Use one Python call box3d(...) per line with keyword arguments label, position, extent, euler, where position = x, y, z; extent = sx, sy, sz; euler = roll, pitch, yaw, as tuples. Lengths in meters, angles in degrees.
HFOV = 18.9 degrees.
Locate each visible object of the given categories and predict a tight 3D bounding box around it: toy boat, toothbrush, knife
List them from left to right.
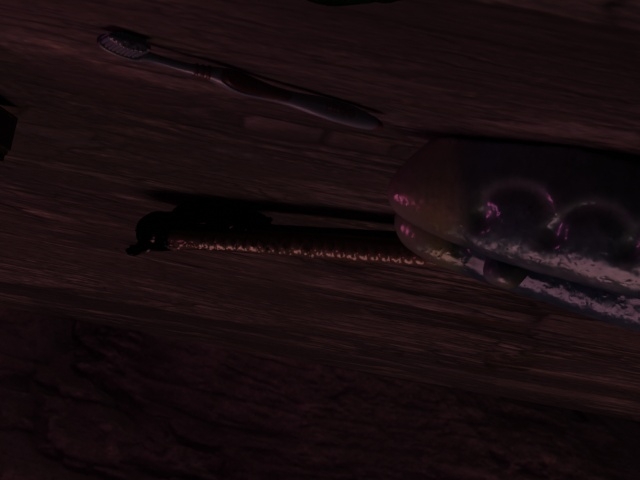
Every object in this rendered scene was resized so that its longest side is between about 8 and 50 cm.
box3d(label="toothbrush", position=(-0.043, -0.093, 1.138), extent=(0.193, 0.013, 0.019), euler=(16, 161, -29))
box3d(label="knife", position=(-0.001, -0.006, 1.590), extent=(0.365, 0.043, 0.089), euler=(3, -158, 27))
box3d(label="toy boat", position=(0.202, 0.024, 1.255), extent=(0.330, 0.123, 0.215), euler=(11, 170, 3))

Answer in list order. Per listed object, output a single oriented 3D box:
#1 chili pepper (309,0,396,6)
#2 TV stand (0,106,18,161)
box3d(label="chili pepper", position=(-0.018, -0.125, 0.738), extent=(0.279, 0.065, 0.122), euler=(11, -179, 11))
box3d(label="TV stand", position=(-0.269, -0.101, 1.259), extent=(0.049, 0.040, 0.256), euler=(8, 171, 14))
